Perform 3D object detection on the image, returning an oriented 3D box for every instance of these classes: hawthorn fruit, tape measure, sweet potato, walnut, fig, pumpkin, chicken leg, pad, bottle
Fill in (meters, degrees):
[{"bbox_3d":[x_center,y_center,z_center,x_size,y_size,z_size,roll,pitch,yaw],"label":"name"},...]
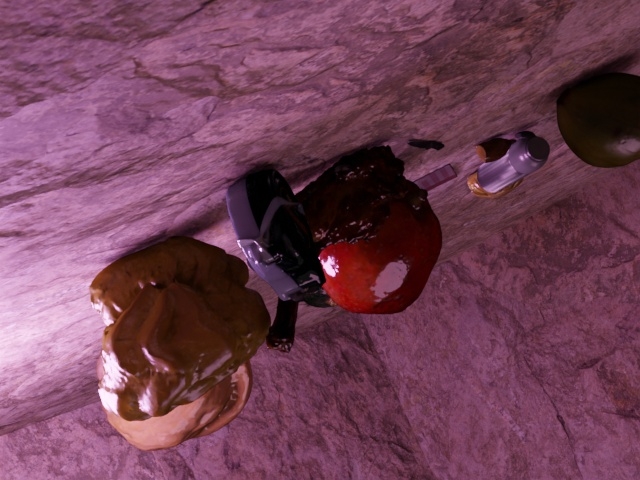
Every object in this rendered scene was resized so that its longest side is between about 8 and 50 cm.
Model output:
[{"bbox_3d":[0.109,-0.005,1.793,0.265,0.265,0.307,-18,158,-36],"label":"hawthorn fruit"},{"bbox_3d":[-0.076,-0.017,1.444,0.107,0.181,0.182,-25,147,10],"label":"tape measure"},{"bbox_3d":[0.384,-0.200,2.004,0.117,0.049,0.049,-23,171,-32],"label":"sweet potato"},{"bbox_3d":[-0.360,0.331,2.297,0.384,0.383,0.383,-24,171,-4],"label":"walnut"},{"bbox_3d":[0.570,-0.253,1.842,0.225,0.203,0.203,25,146,-22],"label":"fig"},{"bbox_3d":[0.018,0.103,2.455,0.190,0.146,0.190,-25,172,-4],"label":"pumpkin"},{"bbox_3d":[0.000,0.000,1.584,0.407,0.158,0.096,-56,178,-10],"label":"chicken leg"},{"bbox_3d":[0.179,-0.098,2.179,0.300,0.005,0.202,-26,171,10],"label":"pad"},{"bbox_3d":[0.438,-0.182,2.128,0.080,0.096,0.254,-22,176,-17],"label":"bottle"}]

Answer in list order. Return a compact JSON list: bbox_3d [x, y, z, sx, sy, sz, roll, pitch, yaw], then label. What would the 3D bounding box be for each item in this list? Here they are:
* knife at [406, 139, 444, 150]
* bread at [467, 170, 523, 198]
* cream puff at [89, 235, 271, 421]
[{"bbox_3d":[0.198,-0.181,1.754,0.023,0.010,0.170,-35,165,24],"label":"knife"},{"bbox_3d":[0.451,-0.164,2.305,0.157,0.083,0.094,-17,156,-34],"label":"bread"},{"bbox_3d":[-0.262,0.141,1.574,0.323,0.269,0.274,-33,-171,0],"label":"cream puff"}]
